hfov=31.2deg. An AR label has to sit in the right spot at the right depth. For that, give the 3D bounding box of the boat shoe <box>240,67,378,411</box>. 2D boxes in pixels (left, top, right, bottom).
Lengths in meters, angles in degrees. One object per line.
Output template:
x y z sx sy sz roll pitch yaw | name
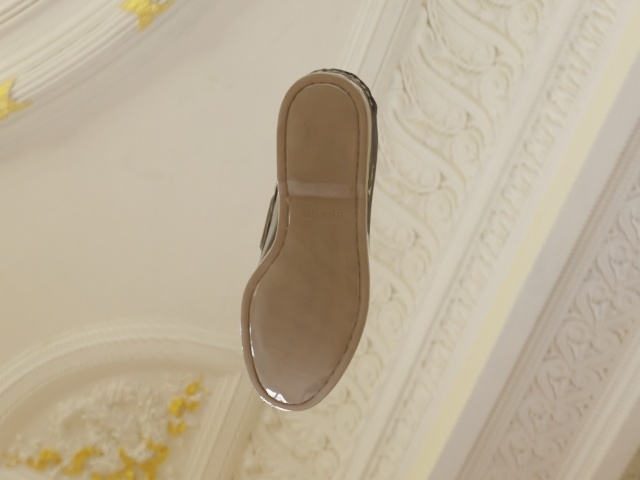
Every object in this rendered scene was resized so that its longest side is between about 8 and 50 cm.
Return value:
0.000 0.000 0.681 0.075 0.065 0.206 10 -74 9 | boat shoe
